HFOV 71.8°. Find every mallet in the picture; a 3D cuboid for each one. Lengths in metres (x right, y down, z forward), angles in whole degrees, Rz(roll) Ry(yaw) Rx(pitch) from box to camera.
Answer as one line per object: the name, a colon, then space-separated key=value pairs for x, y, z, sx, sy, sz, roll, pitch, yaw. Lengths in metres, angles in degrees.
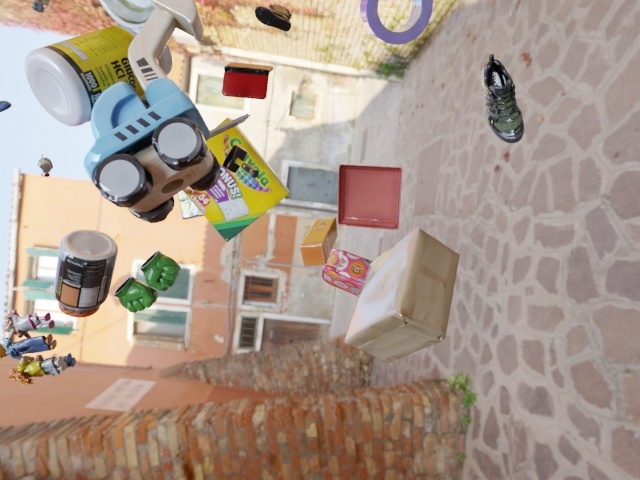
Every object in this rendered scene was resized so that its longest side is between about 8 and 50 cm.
mallet: x=-0.166 y=-0.175 z=0.978 sx=0.190 sy=0.039 sz=0.062 roll=26 pitch=89 yaw=58

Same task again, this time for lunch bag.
lunch bag: x=0.151 y=0.157 z=1.822 sx=0.258 sy=0.293 sz=0.120 roll=93 pitch=-159 yaw=-70

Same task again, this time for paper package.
paper package: x=0.246 y=0.173 z=1.346 sx=0.309 sy=0.168 sz=0.324 roll=-45 pitch=17 yaw=51

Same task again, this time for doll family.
doll family: x=-0.862 y=0.335 z=1.303 sx=0.118 sy=0.163 sz=0.262 roll=-107 pitch=8 yaw=-61

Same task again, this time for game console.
game console: x=-0.231 y=-0.513 z=1.414 sx=0.124 sy=0.144 sz=0.085 roll=-78 pitch=-6 yaw=-59

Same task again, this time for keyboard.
keyboard: x=-0.347 y=-0.360 z=1.471 sx=0.014 sy=0.256 sz=0.072 roll=58 pitch=152 yaw=-4

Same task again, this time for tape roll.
tape roll: x=0.209 y=-0.650 z=1.230 sx=0.080 sy=0.189 sz=0.188 roll=-108 pitch=24 yaw=-60

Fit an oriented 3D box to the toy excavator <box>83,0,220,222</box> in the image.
toy excavator: x=-0.395 y=-0.331 z=1.046 sx=0.445 sy=0.433 sz=0.222 roll=55 pitch=174 yaw=6

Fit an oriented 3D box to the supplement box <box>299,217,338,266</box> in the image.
supplement box: x=0.000 y=0.000 z=1.451 sx=0.233 sy=0.078 sz=0.080 roll=-65 pitch=-35 yaw=-61

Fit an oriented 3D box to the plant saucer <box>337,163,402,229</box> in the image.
plant saucer: x=0.202 y=-0.182 z=1.815 sx=0.048 sy=0.259 sz=0.258 roll=-47 pitch=-40 yaw=-66

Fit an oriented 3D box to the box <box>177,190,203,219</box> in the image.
box: x=-0.552 y=-0.247 z=2.030 sx=0.060 sy=0.217 sz=0.269 roll=-28 pitch=-74 yaw=-80

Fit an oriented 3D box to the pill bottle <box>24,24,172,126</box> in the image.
pill bottle: x=-0.557 y=-0.446 z=1.156 sx=0.334 sy=0.188 sz=0.187 roll=-50 pitch=-20 yaw=-41

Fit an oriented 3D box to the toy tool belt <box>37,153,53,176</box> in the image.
toy tool belt: x=-1.066 y=-0.291 z=1.711 sx=0.051 sy=0.052 sz=0.083 roll=61 pitch=145 yaw=21

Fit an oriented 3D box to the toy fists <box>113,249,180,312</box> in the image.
toy fists: x=-0.689 y=0.177 z=1.782 sx=0.279 sy=0.142 sz=0.096 roll=-45 pitch=25 yaw=0

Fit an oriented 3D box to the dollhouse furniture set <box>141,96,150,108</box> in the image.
dollhouse furniture set: x=-0.748 y=-0.544 z=1.661 sx=0.362 sy=0.257 sz=0.394 roll=-55 pitch=46 yaw=37

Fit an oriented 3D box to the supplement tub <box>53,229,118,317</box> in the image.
supplement tub: x=-0.895 y=0.131 z=1.677 sx=0.193 sy=0.194 sz=0.315 roll=-90 pitch=24 yaw=-57

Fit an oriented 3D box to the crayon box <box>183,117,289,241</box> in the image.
crayon box: x=-0.352 y=-0.232 z=1.712 sx=0.313 sy=0.363 sz=0.106 roll=-37 pitch=11 yaw=10

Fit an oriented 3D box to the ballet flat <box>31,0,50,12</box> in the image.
ballet flat: x=-0.843 y=-0.724 z=1.338 sx=0.041 sy=0.041 sz=0.114 roll=102 pitch=160 yaw=-54

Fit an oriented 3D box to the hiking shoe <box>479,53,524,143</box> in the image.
hiking shoe: x=0.459 y=-0.357 z=1.132 sx=0.114 sy=0.086 sz=0.226 roll=-18 pitch=-92 yaw=-67

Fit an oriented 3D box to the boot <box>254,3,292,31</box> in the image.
boot: x=-0.138 y=-0.671 z=1.308 sx=0.045 sy=0.121 sz=0.099 roll=-53 pitch=33 yaw=41

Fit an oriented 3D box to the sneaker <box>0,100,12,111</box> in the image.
sneaker: x=-0.930 y=-0.377 z=1.211 sx=0.053 sy=0.144 sz=0.059 roll=-101 pitch=9 yaw=-57

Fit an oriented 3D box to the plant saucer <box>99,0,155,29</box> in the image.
plant saucer: x=-0.510 y=-0.796 z=1.212 sx=0.101 sy=0.401 sz=0.400 roll=-36 pitch=-35 yaw=-45
